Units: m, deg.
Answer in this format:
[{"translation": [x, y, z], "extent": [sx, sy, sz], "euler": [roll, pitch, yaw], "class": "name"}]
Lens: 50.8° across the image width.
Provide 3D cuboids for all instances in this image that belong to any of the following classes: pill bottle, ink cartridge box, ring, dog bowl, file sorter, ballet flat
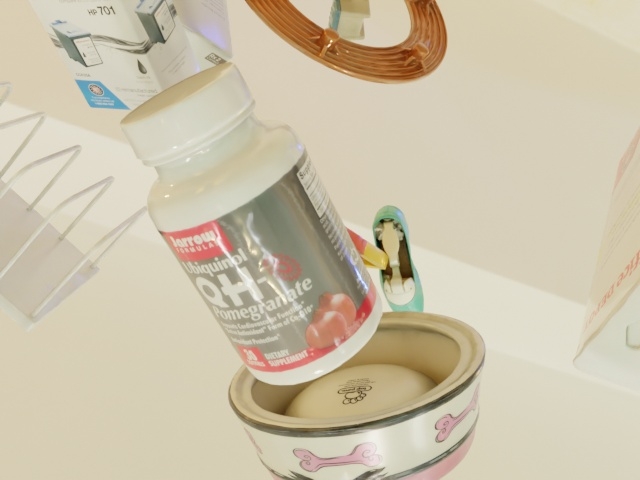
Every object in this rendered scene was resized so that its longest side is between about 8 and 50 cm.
[{"translation": [-0.072, -0.017, 0.721], "extent": [0.176, 0.176, 0.319], "euler": [-44, -62, -32], "class": "pill bottle"}, {"translation": [0.459, -0.030, 0.818], "extent": [0.160, 0.279, 0.385], "euler": [20, -122, 12], "class": "ink cartridge box"}, {"translation": [0.033, -0.344, 0.898], "extent": [0.336, 0.032, 0.337], "euler": [15, -127, -21], "class": "ring"}, {"translation": [0.067, 0.257, 1.076], "extent": [0.407, 0.408, 0.151], "euler": [-19, -75, -29], "class": "dog bowl"}, {"translation": [-0.411, -0.061, 0.925], "extent": [0.277, 0.173, 0.193], "euler": [44, -161, -8], "class": "file sorter"}, {"translation": [-0.240, -0.250, 0.779], "extent": [0.139, 0.191, 0.082], "euler": [8, -129, 27], "class": "ink cartridge box"}, {"translation": [0.148, 0.054, 1.345], "extent": [0.087, 0.083, 0.248], "euler": [-30, -71, -71], "class": "ballet flat"}]

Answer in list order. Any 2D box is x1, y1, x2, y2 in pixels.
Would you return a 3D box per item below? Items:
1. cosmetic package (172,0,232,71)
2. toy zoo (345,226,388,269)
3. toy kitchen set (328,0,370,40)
[{"translation": [-0.259, -0.381, 1.147], "extent": [0.151, 0.151, 0.184], "euler": [20, -125, -50], "class": "cosmetic package"}, {"translation": [0.000, 0.000, 1.270], "extent": [0.293, 0.192, 0.030], "euler": [31, -109, -51], "class": "toy zoo"}, {"translation": [0.025, -0.488, 1.196], "extent": [0.122, 0.166, 0.207], "euler": [0, -113, -8], "class": "toy kitchen set"}]
